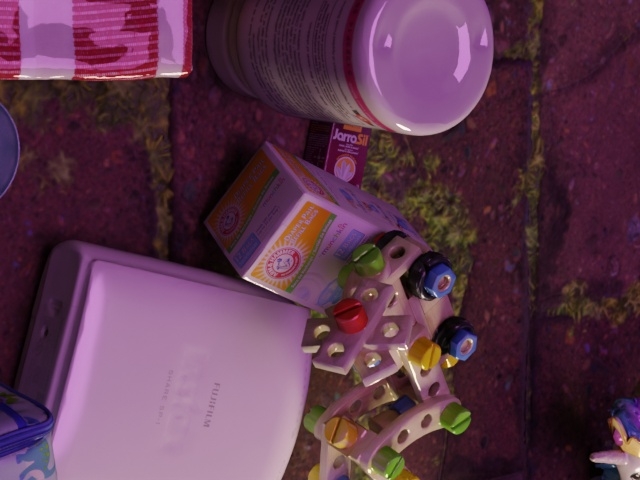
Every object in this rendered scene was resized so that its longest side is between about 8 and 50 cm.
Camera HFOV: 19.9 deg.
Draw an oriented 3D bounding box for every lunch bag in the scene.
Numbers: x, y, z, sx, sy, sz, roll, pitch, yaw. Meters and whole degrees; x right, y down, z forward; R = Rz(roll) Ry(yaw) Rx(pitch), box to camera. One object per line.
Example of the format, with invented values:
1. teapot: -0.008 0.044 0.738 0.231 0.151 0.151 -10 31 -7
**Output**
1. lunch bag: -0.340 0.177 1.597 0.176 0.219 0.090 -16 114 -33

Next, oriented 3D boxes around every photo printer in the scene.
1. photo printer: -0.148 0.151 1.804 0.307 0.107 0.256 15 89 -37

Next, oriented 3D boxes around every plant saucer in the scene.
1. plant saucer: -0.335 -0.082 1.679 0.119 0.021 0.119 -8 103 -35

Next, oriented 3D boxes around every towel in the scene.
1. towel: -0.261 -0.258 1.588 0.329 0.037 0.237 -2 97 -28

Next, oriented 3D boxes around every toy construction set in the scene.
1. toy construction set: 0.056 0.121 1.797 0.215 0.151 0.327 -42 152 -19

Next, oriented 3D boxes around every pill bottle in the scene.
1. pill bottle: 0.019 -0.192 1.758 0.160 0.283 0.160 -7 102 -36

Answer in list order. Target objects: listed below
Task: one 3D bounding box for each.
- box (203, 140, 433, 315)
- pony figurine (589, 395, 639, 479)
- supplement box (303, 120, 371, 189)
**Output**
1. box: 0.000 0.000 1.860 0.203 0.103 0.114 26 108 -41
2. pony figurine: 0.469 0.301 2.216 0.351 0.303 0.363 -23 126 -23
3. supplement box: 0.016 -0.090 1.925 0.055 0.043 0.083 9 92 -35
